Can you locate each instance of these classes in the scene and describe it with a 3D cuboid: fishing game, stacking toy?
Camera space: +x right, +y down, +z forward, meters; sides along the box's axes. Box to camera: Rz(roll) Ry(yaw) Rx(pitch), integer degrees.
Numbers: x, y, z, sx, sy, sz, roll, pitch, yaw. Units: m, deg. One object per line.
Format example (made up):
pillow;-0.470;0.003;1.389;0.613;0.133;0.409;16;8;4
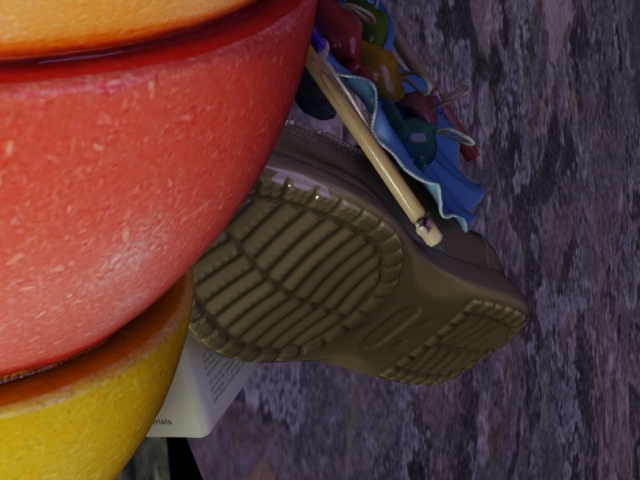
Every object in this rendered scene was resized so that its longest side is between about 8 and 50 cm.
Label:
fishing game;0.029;-0.091;0.778;0.189;0.041;0.264;57;14;0
stacking toy;-0.145;-0.016;0.501;0.350;0.350;0.480;-44;147;-59

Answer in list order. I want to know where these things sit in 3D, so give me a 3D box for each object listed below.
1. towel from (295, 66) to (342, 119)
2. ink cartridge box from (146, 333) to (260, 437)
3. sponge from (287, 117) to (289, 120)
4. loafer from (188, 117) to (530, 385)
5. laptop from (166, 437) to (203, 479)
towel;-0.050;-0.276;0.859;0.370;0.040;0.271;67;20;-50
ink cartridge box;-0.083;-0.030;0.793;0.148;0.085;0.203;-51;133;-57
sponge;-0.052;-0.048;0.934;0.117;0.031;0.210;-46;131;-58
loafer;0.000;0.000;0.763;0.268;0.102;0.092;29;27;-56
laptop;-0.104;0.367;0.807;0.408;0.236;0.382;-36;125;-28
